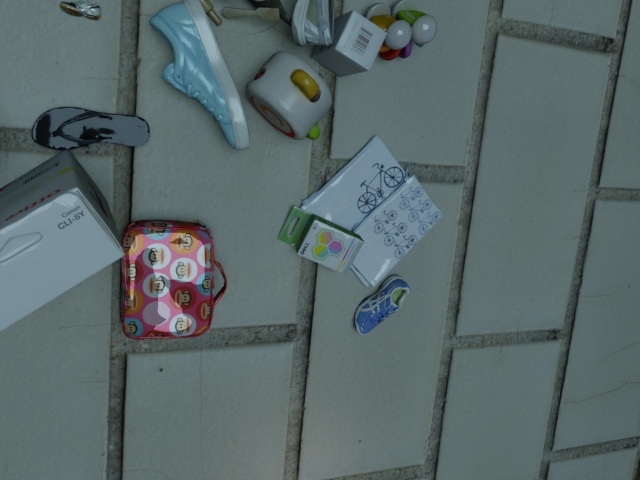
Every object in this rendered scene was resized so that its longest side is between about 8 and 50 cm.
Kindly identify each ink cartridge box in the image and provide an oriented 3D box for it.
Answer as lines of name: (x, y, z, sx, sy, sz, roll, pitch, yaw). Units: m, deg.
ink cartridge box: (-0.575, -0.016, 1.082, 0.279, 0.384, 0.160, -34, 120, -12)
ink cartridge box: (0.000, 0.000, 1.466, 0.209, 0.062, 0.109, 24, 104, -15)

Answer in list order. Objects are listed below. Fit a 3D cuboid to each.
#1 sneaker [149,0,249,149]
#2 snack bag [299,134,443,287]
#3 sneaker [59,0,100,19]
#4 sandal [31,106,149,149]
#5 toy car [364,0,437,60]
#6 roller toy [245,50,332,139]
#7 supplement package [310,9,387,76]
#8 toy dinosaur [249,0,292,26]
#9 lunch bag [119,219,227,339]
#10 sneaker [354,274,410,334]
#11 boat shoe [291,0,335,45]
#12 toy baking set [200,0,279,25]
sneaker: (-0.288, -0.373, 1.279, 0.150, 0.135, 0.366, -23, 99, -7)
snack bag: (0.156, -0.084, 1.547, 0.323, 0.037, 0.342, -43, 112, -7)
sneaker: (-0.535, -0.521, 1.201, 0.083, 0.032, 0.037, 6, 85, -27)
sandal: (-0.526, -0.260, 1.239, 0.254, 0.054, 0.097, -7, 103, -20)
toy car: (0.209, -0.547, 1.429, 0.182, 0.159, 0.136, -18, 141, -17)
roller toy: (-0.073, -0.358, 1.317, 0.146, 0.191, 0.209, -50, 157, -6)
supplement package: (0.066, -0.489, 1.351, 0.105, 0.179, 0.105, 24, 91, -24)
toy dinosaur: (-0.149, -0.637, 1.278, 0.313, 0.160, 0.121, 48, 48, -34)
lunch bag: (-0.361, 0.096, 1.340, 0.258, 0.120, 0.293, 2, 100, -22)
sneaker: (0.180, 0.193, 1.588, 0.080, 0.081, 0.211, 40, 87, -25)
boat shoe: (0.017, -0.614, 1.305, 0.103, 0.118, 0.320, 12, 74, 15)
toy baking set: (-0.217, -0.589, 1.239, 0.256, 0.196, 0.030, 52, 37, -33)
